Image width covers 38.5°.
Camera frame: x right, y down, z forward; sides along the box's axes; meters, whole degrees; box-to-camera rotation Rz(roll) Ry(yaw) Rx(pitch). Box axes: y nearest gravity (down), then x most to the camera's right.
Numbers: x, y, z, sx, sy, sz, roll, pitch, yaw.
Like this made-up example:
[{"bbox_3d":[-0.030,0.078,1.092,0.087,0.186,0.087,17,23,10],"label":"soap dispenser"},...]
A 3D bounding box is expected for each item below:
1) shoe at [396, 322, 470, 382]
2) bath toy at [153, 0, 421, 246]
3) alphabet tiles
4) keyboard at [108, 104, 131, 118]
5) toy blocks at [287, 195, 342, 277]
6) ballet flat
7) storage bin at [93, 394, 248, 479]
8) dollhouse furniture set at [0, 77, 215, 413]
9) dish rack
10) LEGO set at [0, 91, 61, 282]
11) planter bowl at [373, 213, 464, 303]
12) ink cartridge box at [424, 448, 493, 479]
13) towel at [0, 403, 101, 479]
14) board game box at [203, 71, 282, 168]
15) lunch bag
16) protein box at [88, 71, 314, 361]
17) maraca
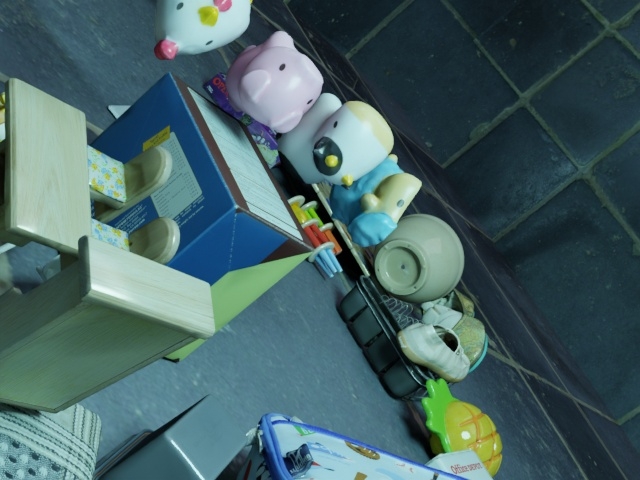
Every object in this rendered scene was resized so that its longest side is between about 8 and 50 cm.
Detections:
[{"bbox_3d":[0.192,0.171,1.429,0.219,0.058,0.076,28,26,-56],"label":"shoe"},{"bbox_3d":[-0.041,-0.145,0.961,0.348,0.151,0.129,45,50,-24],"label":"bath toy"},{"bbox_3d":[0.046,-0.039,1.735,0.342,0.011,0.285,60,9,2],"label":"alphabet tiles"},{"bbox_3d":[-0.245,-0.179,1.408,0.072,0.014,0.256,46,15,4],"label":"keyboard"},{"bbox_3d":[0.000,0.000,1.576,0.148,0.054,0.123,57,16,17],"label":"toy blocks"},{"bbox_3d":[0.240,0.161,1.757,0.123,0.123,0.348,49,12,-4],"label":"ballet flat"},{"bbox_3d":[-0.118,0.193,0.764,0.098,0.091,0.135,51,17,2],"label":"storage bin"},{"bbox_3d":[-0.184,-0.021,0.672,0.212,0.161,0.242,27,43,-47],"label":"dollhouse furniture set"},{"bbox_3d":[0.148,0.178,1.537,0.271,0.074,0.208,23,32,-58],"label":"dish rack"},{"bbox_3d":[-0.317,-0.061,0.858,0.287,0.107,0.132,52,-19,24],"label":"LEGO set"},{"bbox_3d":[0.159,0.039,1.609,0.162,0.162,0.109,53,25,9],"label":"planter bowl"},{"bbox_3d":[0.201,0.384,1.187,0.208,0.087,0.153,58,18,24],"label":"ink cartridge box"},{"bbox_3d":[-0.278,0.117,0.573,0.324,0.056,0.312,43,17,-20],"label":"towel"},{"bbox_3d":[-0.100,-0.246,1.880,0.208,0.056,0.347,55,16,2],"label":"board game box"},{"bbox_3d":[0.060,0.259,0.839,0.303,0.114,0.243,23,5,-11],"label":"lunch bag"},{"bbox_3d":[-0.153,-0.022,0.953,0.136,0.200,0.201,31,24,-51],"label":"protein box"},{"bbox_3d":[0.208,0.290,1.378,0.185,0.099,0.127,53,29,-18],"label":"maraca"}]
